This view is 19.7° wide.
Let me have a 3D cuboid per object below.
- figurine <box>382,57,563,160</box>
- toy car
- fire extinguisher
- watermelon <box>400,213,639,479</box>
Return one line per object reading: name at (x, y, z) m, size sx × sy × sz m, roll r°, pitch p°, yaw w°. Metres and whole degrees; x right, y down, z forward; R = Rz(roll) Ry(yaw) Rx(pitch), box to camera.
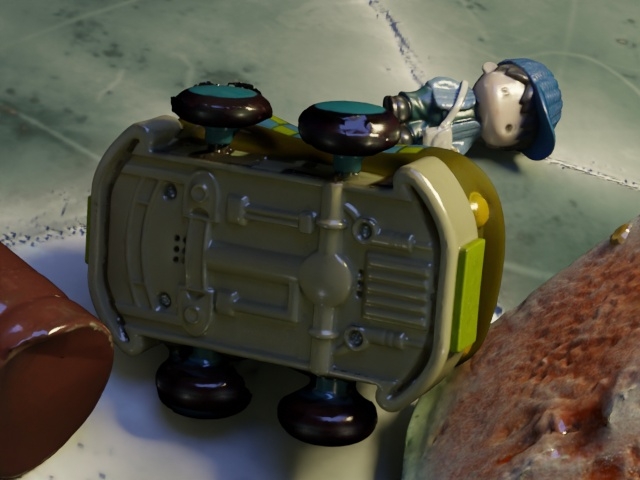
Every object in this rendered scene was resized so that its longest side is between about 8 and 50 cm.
figurine at (0.115, -0.094, 1.380) m, size 0.136 × 0.077 × 0.079 m, roll -7°, pitch 7°, yaw -1°
toy car at (0.000, 0.000, 1.146) m, size 0.248 × 0.204 × 0.198 m, roll 10°, pitch 16°, yaw 23°
fire extinguisher at (-0.281, -0.001, 1.105) m, size 0.337 × 0.135 × 0.114 m, roll 35°, pitch 73°, yaw 26°
watermelon at (0.177, 0.100, 1.061) m, size 0.261 × 0.201 × 0.213 m, roll 3°, pitch 29°, yaw -3°
